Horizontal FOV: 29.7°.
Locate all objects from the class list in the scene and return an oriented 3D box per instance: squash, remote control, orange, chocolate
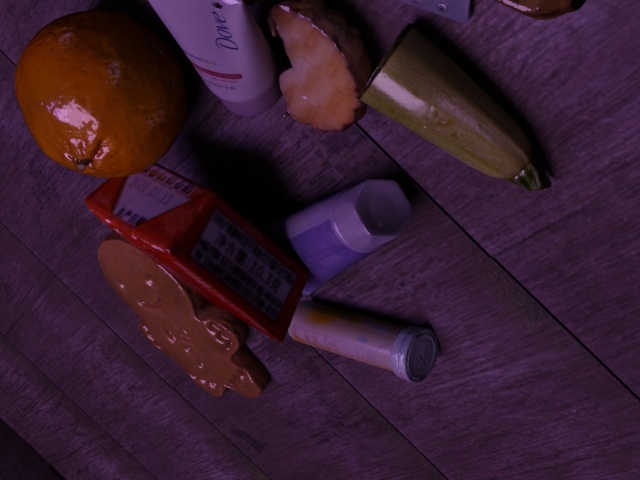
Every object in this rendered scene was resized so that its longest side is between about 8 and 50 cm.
[{"bbox_3d":[0.147,-0.119,1.227,0.224,0.094,0.094,36,150,-8],"label":"squash"},{"bbox_3d":[0.066,-0.262,1.177,0.184,0.027,0.050,24,147,18],"label":"remote control"},{"bbox_3d":[-0.273,-0.180,1.504,0.219,0.193,0.219,13,132,15],"label":"orange"},{"bbox_3d":[-0.155,0.006,1.580,0.234,0.108,0.237,27,167,50],"label":"chocolate"}]

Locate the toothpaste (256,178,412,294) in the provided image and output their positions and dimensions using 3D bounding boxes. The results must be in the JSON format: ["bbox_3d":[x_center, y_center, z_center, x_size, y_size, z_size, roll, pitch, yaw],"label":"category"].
[{"bbox_3d":[0.000,0.000,1.539,0.125,0.080,0.371,44,155,-8],"label":"toothpaste"}]

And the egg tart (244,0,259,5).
[{"bbox_3d":[-0.124,-0.307,1.197,0.241,0.106,0.241,15,-176,-1],"label":"egg tart"}]

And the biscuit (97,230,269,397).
[{"bbox_3d":[-0.233,0.127,1.975,0.275,0.052,0.355,-4,128,50],"label":"biscuit"}]

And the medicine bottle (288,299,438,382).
[{"bbox_3d":[0.054,0.133,1.648,0.218,0.074,0.074,13,139,41],"label":"medicine bottle"}]

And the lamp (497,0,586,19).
[{"bbox_3d":[0.149,-0.268,0.952,0.185,0.161,0.161,34,149,16],"label":"lamp"}]

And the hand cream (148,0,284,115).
[{"bbox_3d":[-0.104,-0.215,1.278,0.133,0.083,0.248,17,167,21],"label":"hand cream"}]

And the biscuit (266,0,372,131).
[{"bbox_3d":[0.010,-0.185,1.301,0.118,0.061,0.183,27,149,19],"label":"biscuit"}]
